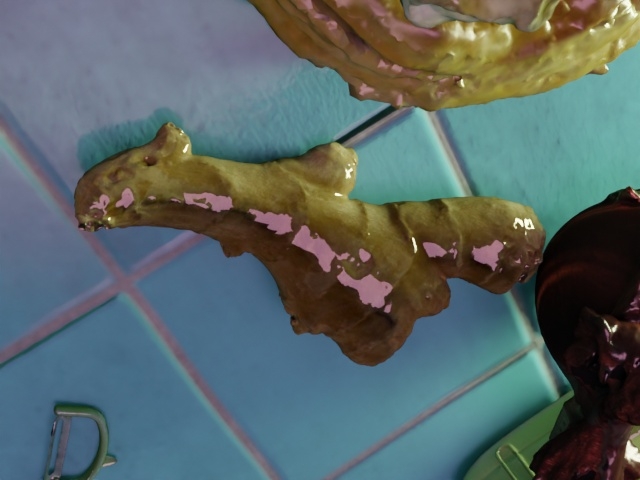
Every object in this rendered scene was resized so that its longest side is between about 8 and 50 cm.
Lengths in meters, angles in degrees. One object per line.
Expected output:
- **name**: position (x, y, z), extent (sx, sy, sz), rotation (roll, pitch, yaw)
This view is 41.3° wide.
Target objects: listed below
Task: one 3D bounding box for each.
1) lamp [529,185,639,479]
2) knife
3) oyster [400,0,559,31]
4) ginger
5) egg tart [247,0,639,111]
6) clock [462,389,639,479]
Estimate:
- **lamp**: position (0.222, 0.065, 0.636), extent (0.223, 0.151, 0.215), rotation (-38, 144, -29)
- **knife**: position (-0.195, 0.221, 0.661), extent (0.054, 0.015, 0.212), rotation (6, 109, -27)
- **oyster**: position (0.108, -0.253, 0.360), extent (0.275, 0.100, 0.271), rotation (-29, 96, -6)
- **ginger**: position (0.000, 0.000, 0.592), extent (0.334, 0.081, 0.148), rotation (19, 104, -18)
- **egg tart**: position (0.080, -0.243, 0.479), extent (0.352, 0.150, 0.352), rotation (-6, 108, -18)
- **clock**: position (0.284, 0.268, 0.780), extent (0.235, 0.096, 0.308), rotation (-36, 118, -1)
